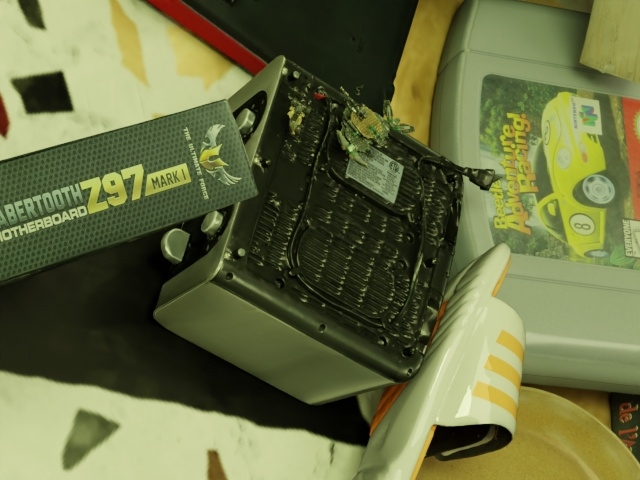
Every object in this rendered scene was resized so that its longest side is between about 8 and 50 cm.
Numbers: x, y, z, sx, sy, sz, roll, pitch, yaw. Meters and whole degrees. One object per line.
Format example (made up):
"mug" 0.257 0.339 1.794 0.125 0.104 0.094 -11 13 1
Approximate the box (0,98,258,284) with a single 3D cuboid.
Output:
"box" -0.173 -0.005 0.948 0.183 0.233 0.059 -19 93 -39

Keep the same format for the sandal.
"sandal" 0.076 0.126 1.146 0.076 0.102 0.265 30 65 -9

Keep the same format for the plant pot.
"plant pot" 0.138 0.215 1.218 0.236 0.032 0.236 12 63 -25

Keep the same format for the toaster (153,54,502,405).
"toaster" 0.000 0.000 1.153 0.186 0.110 0.168 30 60 -25

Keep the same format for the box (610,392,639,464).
"box" 0.291 0.117 1.370 0.159 0.044 0.233 13 68 -32

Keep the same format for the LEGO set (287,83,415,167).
"LEGO set" 0.015 -0.071 1.108 0.083 0.023 0.054 24 58 -13

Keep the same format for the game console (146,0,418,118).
"game console" -0.040 -0.309 1.262 0.342 0.060 0.386 32 59 -24

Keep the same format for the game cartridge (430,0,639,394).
"game cartridge" 0.176 -0.038 1.302 0.196 0.060 0.294 5 66 -17

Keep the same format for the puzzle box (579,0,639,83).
"puzzle box" 0.267 -0.336 1.209 0.052 0.409 0.272 19 51 11
